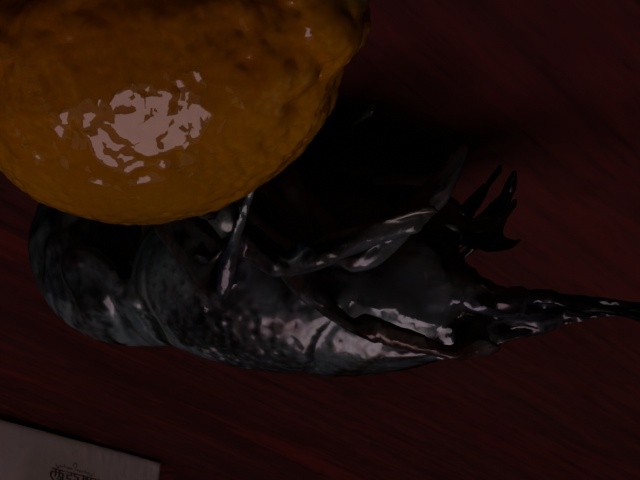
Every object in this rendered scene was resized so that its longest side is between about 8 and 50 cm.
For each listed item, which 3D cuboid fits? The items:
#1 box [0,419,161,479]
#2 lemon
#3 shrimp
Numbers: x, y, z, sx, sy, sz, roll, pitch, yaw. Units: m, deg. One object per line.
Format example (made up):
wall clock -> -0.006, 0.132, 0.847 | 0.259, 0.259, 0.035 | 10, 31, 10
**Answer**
box -> -0.313, 0.277, 1.290 | 0.194, 0.111, 0.260 | 23, 146, -32
lemon -> -0.064, -0.080, 0.527 | 0.187, 0.142, 0.142 | -13, 148, 23
shrimp -> -0.002, 0.000, 0.659 | 0.372, 0.137, 0.172 | -5, 168, 22
